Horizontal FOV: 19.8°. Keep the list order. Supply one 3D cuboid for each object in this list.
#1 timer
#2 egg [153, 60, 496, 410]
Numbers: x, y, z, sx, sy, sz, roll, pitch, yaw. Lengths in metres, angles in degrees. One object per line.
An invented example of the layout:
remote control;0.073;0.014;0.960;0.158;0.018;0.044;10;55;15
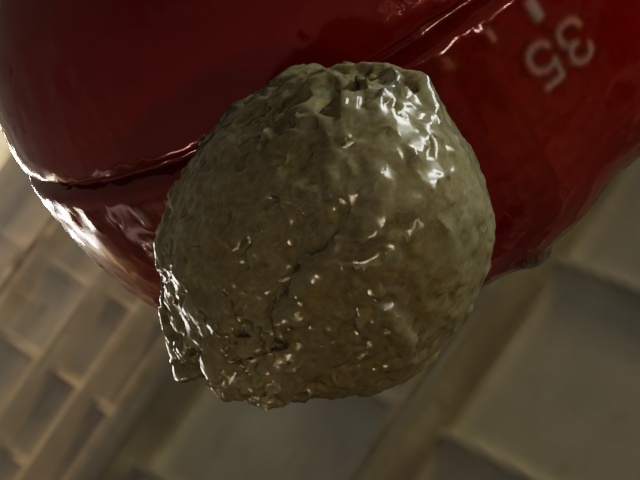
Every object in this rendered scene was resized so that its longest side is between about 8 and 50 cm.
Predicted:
timer;0.017;-0.132;0.882;0.378;0.279;0.378;-28;-157;13
egg;0.000;0.000;0.642;0.118;0.116;0.140;-33;167;-42
